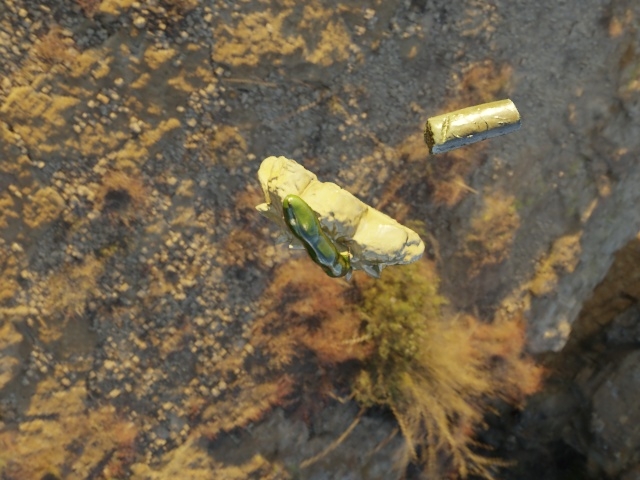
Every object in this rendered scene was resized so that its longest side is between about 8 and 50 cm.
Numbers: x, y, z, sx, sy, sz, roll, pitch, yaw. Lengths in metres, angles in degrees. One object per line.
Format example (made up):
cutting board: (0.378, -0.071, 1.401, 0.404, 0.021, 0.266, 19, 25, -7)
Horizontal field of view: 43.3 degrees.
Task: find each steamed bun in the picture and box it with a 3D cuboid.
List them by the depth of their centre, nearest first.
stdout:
steamed bun: (0.024, -0.018, 1.331, 0.295, 0.292, 0.137, 29, 90, -53)

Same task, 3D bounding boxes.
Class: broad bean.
broad bean: (0.001, 0.005, 1.036, 0.039, 0.069, 0.227, -16, 158, 12)

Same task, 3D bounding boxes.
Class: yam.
yam: (0.213, -0.163, 1.148, 0.132, 0.054, 0.054, -15, 131, 1)
